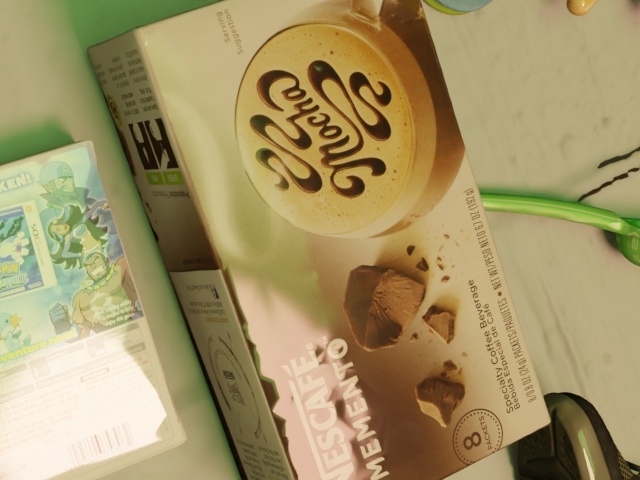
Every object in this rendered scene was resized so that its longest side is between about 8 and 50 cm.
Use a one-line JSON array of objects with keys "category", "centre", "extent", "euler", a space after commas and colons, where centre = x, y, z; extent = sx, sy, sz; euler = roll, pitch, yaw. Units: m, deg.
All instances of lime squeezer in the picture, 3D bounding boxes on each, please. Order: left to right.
[{"category": "lime squeezer", "centre": [0.235, 0.027, 0.844], "extent": [0.310, 0.059, 0.110], "euler": [41, 108, -21]}]

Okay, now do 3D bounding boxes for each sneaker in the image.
[{"category": "sneaker", "centre": [0.219, 0.184, 0.821], "extent": [0.130, 0.087, 0.227], "euler": [-31, 107, -20]}]

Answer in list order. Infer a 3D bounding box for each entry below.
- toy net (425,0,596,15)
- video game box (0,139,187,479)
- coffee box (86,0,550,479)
[{"category": "toy net", "centre": [0.172, -0.208, 0.802], "extent": [0.232, 0.045, 0.122], "euler": [2, 90, -24]}, {"category": "video game box", "centre": [-0.199, 0.061, 0.657], "extent": [0.205, 0.048, 0.187], "euler": [-19, 102, -21]}, {"category": "coffee box", "centre": [0.000, 0.000, 0.698], "extent": [0.168, 0.119, 0.297], "euler": [-22, 101, -21]}]
